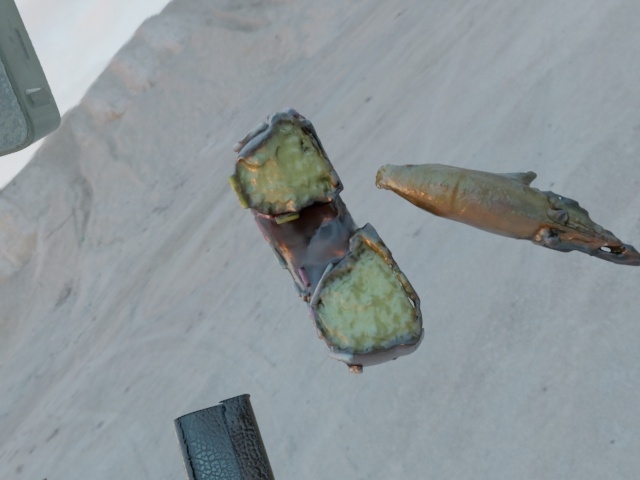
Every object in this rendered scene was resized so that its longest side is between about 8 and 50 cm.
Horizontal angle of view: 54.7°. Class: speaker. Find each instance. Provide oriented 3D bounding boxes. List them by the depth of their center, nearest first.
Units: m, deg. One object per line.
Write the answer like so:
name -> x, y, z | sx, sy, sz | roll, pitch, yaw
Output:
speaker -> -0.705, -0.387, 1.291 | 0.183, 0.406, 0.184 | -15, 18, 5

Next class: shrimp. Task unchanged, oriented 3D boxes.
shrimp -> 0.183, -0.039, 0.599 | 0.117, 0.262, 0.066 | -80, 8, -74

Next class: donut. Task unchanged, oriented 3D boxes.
donut -> 0.002, 0.007, 0.823 | 0.136, 0.345, 0.259 | -28, -4, -5

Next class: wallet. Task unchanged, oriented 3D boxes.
wallet -> -0.138, 0.365, 0.947 | 0.132, 0.243, 0.039 | -17, -32, -10

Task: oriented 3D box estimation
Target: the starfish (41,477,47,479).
starfish -> -0.402, 0.454, 0.875 | 0.043, 0.227, 0.241 | -12, 50, -3
